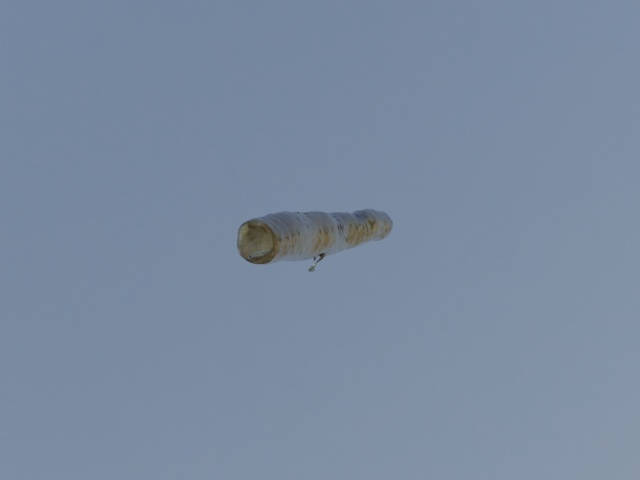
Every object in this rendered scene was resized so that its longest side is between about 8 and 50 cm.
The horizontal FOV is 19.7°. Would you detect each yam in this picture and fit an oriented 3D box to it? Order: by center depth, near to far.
[{"bbox_3d":[0.000,-0.002,0.959,0.027,0.029,0.234,-26,-6,16],"label":"yam"}]
